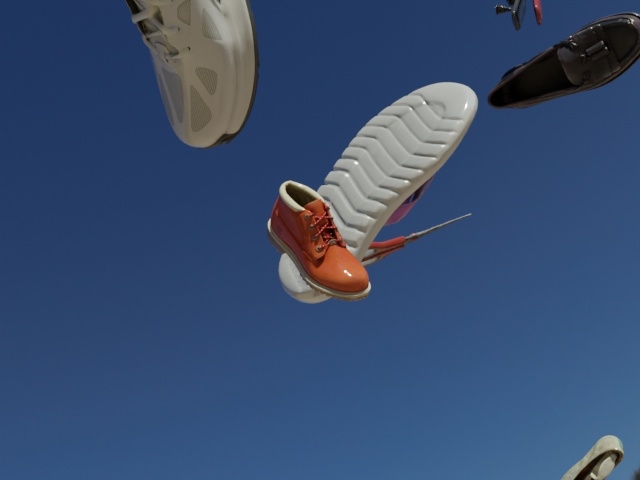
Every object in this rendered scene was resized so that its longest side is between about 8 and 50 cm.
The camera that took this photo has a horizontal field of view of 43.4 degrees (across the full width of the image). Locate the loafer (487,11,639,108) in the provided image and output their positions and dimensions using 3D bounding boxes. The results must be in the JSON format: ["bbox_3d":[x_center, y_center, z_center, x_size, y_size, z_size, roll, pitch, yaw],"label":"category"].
[{"bbox_3d":[0.425,-0.296,1.405,0.095,0.109,0.302,-31,6,-41],"label":"loafer"}]

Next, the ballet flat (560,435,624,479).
[{"bbox_3d":[0.452,0.402,1.360,0.057,0.052,0.168,29,-75,-4],"label":"ballet flat"}]

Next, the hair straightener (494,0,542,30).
[{"bbox_3d":[0.369,-0.463,1.517,0.089,0.231,0.047,-11,-49,21],"label":"hair straightener"}]

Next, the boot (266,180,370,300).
[{"bbox_3d":[0.000,0.000,0.903,0.059,0.158,0.085,-27,-33,-37],"label":"boot"}]

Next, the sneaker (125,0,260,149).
[{"bbox_3d":[-0.221,-0.292,0.895,0.257,0.169,0.448,-32,-54,-43],"label":"sneaker"}]

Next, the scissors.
[{"bbox_3d":[0.180,0.002,1.714,0.297,0.021,0.109,-18,-24,-16],"label":"scissors"}]

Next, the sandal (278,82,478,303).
[{"bbox_3d":[0.090,-0.073,1.244,0.416,0.169,0.102,-49,-44,-3],"label":"sandal"}]
